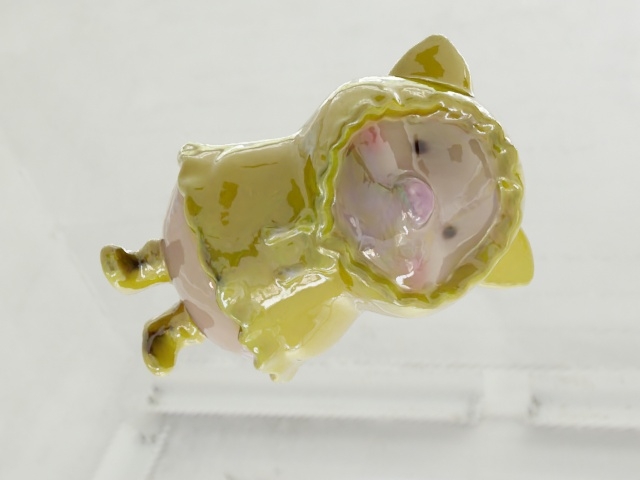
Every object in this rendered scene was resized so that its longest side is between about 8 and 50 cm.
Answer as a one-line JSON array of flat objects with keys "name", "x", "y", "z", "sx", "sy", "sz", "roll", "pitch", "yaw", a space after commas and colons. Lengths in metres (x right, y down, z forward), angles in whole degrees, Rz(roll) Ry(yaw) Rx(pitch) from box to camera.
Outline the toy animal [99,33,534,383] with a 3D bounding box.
[{"name": "toy animal", "x": -0.001, "y": -0.005, "z": 0.757, "sx": 0.230, "sy": 0.156, "sz": 0.156, "roll": -21, "pitch": -142, "yaw": 3}]
